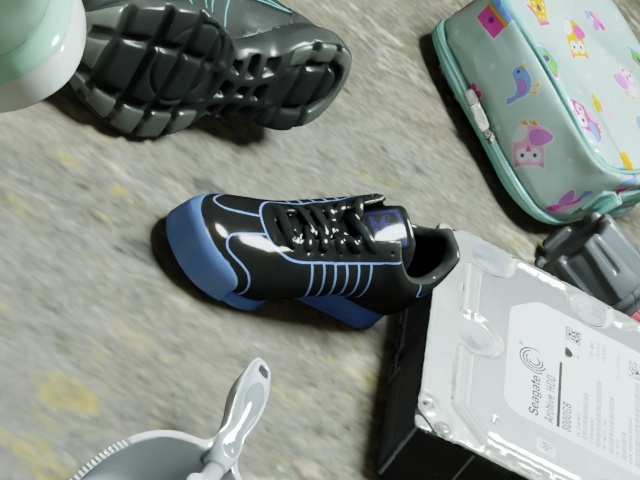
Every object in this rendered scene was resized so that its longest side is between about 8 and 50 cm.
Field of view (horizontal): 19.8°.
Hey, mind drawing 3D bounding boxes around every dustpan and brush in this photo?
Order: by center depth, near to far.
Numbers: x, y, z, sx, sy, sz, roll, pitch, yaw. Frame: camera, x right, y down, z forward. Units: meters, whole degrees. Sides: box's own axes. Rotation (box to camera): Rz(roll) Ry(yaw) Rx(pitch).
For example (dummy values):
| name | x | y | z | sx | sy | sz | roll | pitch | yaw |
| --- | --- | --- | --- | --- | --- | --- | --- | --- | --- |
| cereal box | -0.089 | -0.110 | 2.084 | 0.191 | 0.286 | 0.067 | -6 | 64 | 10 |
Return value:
| name | x | y | z | sx | sy | sz | roll | pitch | yaw |
| --- | --- | --- | --- | --- | --- | --- | --- | --- | --- |
| dustpan and brush | -0.069 | 0.140 | 0.996 | 0.147 | 0.060 | 0.211 | 46 | 30 | -19 |

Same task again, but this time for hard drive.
| name | x | y | z | sx | sy | sz | roll | pitch | yaw |
| --- | --- | --- | --- | --- | --- | --- | --- | --- | --- |
| hard drive | 0.209 | 0.142 | 1.312 | 0.339 | 0.064 | 0.237 | 27 | 35 | -10 |

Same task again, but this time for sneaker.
| name | x | y | z | sx | sy | sz | roll | pitch | yaw |
| --- | --- | --- | --- | --- | --- | --- | --- | --- | --- |
| sneaker | -0.217 | -0.194 | 1.034 | 0.256 | 0.094 | 0.151 | 66 | 4 | 35 |
| sneaker | 0.000 | 0.000 | 1.215 | 0.232 | 0.090 | 0.081 | 14 | 50 | -52 |
| sneaker | -0.094 | -0.131 | 1.231 | 0.106 | 0.101 | 0.267 | 45 | 22 | 27 |

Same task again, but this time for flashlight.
| name | x | y | z | sx | sy | sz | roll | pitch | yaw |
| --- | --- | --- | --- | --- | --- | --- | --- | --- | --- |
| flashlight | 0.306 | 0.114 | 1.562 | 0.304 | 0.103 | 0.103 | 52 | 32 | -11 |

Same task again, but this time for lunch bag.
| name | x | y | z | sx | sy | sz | roll | pitch | yaw |
| --- | --- | --- | --- | --- | --- | --- | --- | --- | --- |
| lunch bag | 0.224 | -0.121 | 1.668 | 0.279 | 0.108 | 0.224 | -7 | 70 | -58 |
